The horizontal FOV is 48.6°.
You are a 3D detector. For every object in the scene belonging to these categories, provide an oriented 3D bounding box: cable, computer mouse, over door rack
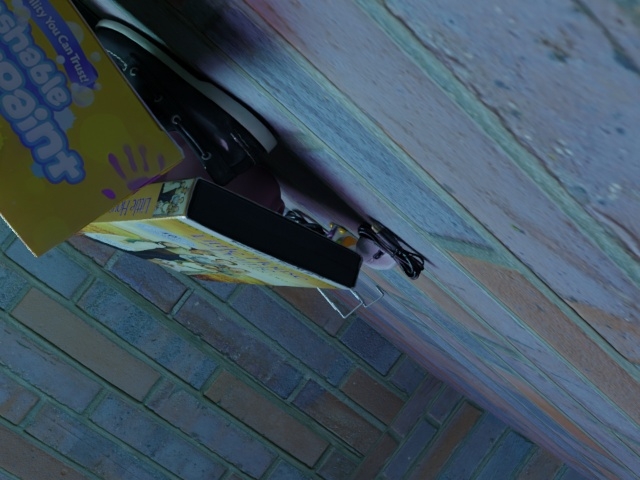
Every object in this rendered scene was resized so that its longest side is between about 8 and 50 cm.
[{"bbox_3d":[0.000,0.000,1.496,0.184,0.047,0.150,41,169,-8],"label":"cable"},{"bbox_3d":[0.088,0.019,1.048,0.106,0.042,0.193,37,174,-1],"label":"computer mouse"},{"bbox_3d":[-0.030,0.071,1.619,0.324,0.108,0.239,37,-170,12],"label":"over door rack"}]

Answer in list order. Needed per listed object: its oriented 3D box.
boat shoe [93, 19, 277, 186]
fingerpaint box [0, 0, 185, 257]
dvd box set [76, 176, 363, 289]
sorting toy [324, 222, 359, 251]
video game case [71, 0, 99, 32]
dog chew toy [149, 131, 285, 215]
[{"bbox_3d":[-0.216,-0.183,0.965,0.340,0.113,0.127,36,175,18],"label":"boat shoe"},{"bbox_3d":[-0.350,-0.223,0.702,0.444,0.163,0.371,56,169,-17],"label":"fingerpaint box"},{"bbox_3d":[-0.185,0.000,1.109,0.308,0.062,0.420,25,163,-38],"label":"dvd box set"},{"bbox_3d":[0.020,0.013,1.257,0.045,0.075,0.083,41,174,-27],"label":"sorting toy"},{"bbox_3d":[-0.447,-0.405,1.100,0.274,0.026,0.196,41,174,-34],"label":"video game case"},{"bbox_3d":[-0.219,-0.104,1.256,0.332,0.206,0.206,21,170,15],"label":"dog chew toy"}]
